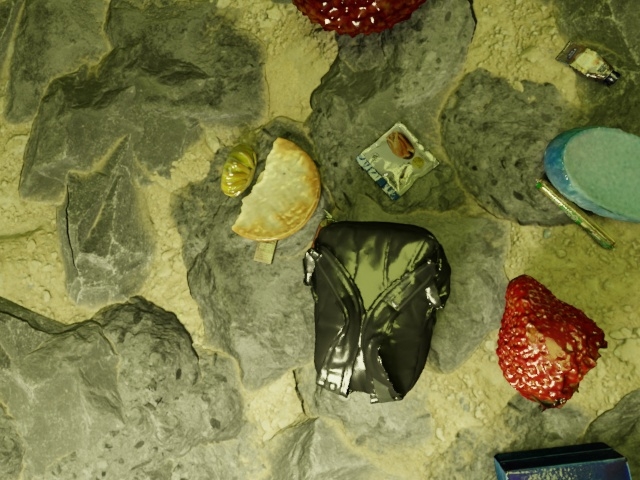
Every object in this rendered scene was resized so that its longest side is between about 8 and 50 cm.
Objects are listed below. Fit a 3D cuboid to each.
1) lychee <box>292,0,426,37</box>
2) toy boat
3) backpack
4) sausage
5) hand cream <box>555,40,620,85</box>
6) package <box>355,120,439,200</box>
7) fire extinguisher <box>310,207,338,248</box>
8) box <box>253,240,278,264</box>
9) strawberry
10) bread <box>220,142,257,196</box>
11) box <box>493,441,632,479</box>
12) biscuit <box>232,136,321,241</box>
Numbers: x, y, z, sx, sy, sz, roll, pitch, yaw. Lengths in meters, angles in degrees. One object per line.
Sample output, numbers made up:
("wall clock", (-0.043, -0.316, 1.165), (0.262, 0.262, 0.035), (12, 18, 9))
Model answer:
("lychee", (0.128, -0.756, 1.037), (0.500, 0.425, 0.424), (-34, 81, 24))
("toy boat", (0.729, -0.172, 1.080), (0.330, 0.123, 0.215), (18, 92, -3))
("backpack", (0.131, 0.170, 1.041), (0.364, 0.255, 0.445), (3, 88, 13))
("sausage", (0.670, -0.071, 1.100), (0.033, 0.033, 0.269), (-44, 81, 1))
("hand cream", (0.728, -0.478, 1.132), (0.163, 0.039, 0.062), (38, 106, 11))
("package", (0.215, -0.224, 1.175), (0.173, 0.027, 0.171), (-41, 81, -2))
("fire extinguisher", (0.000, 0.000, 1.169), (0.062, 0.050, 0.177), (18, 86, 6))
("box", (-0.155, 0.023, 1.198), (0.053, 0.024, 0.083), (12, 87, 8))
("strawberry", (0.515, 0.242, 0.986), (0.258, 0.261, 0.261), (35, 90, 27))
("bread", (-0.237, -0.210, 1.200), (0.083, 0.094, 0.157), (22, 79, 13))
("box", (0.593, 0.651, 1.002), (0.279, 0.116, 0.261), (-9, 83, 4))
("biscuit", (-0.106, -0.127, 1.193), (0.205, 0.040, 0.308), (24, 83, 9))
